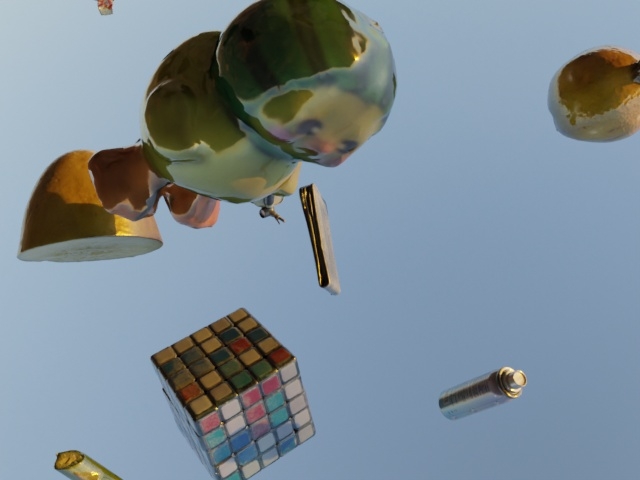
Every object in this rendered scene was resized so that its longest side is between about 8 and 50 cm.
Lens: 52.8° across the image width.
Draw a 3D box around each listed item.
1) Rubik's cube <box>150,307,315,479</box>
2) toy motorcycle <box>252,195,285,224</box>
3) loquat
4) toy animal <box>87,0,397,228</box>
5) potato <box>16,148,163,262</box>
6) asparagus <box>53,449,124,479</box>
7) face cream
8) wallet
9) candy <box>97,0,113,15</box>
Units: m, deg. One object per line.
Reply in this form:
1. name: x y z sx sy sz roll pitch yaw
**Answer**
1. Rubik's cube: -0.221 0.398 1.644 0.287 0.292 0.293 -27 -146 -24
2. toy motorcycle: -0.149 -0.155 1.655 0.091 0.157 0.263 -11 -150 -15
3. loquat: 0.591 -0.305 1.322 0.213 0.213 0.246 -52 -172 -21
4. toy animal: -0.080 -0.147 0.700 0.338 0.216 0.191 -26 -113 32
5. potato: -0.338 -0.054 0.950 0.178 0.203 0.158 153 -67 -63
6. asparagus: -0.424 0.510 1.318 0.067 0.277 0.060 -1 -133 45
7. face cream: 0.359 0.336 1.422 0.229 0.075 0.075 -41 -155 50
8. wallet: 0.002 0.000 1.342 0.036 0.167 0.222 -13 -103 7
9. candy: -0.540 -0.616 1.411 0.086 0.292 0.059 -20 -132 15
